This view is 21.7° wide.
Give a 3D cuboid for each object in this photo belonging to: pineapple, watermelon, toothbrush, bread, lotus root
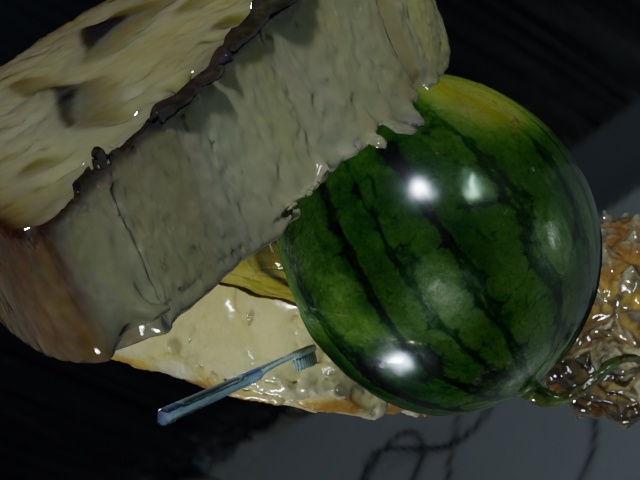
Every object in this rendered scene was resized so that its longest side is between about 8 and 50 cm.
[{"bbox_3d":[0.240,0.050,1.283,0.166,0.166,0.193,-35,7,33],"label":"pineapple"},{"bbox_3d":[0.085,-0.005,1.000,0.232,0.204,0.127,63,154,14],"label":"watermelon"},{"bbox_3d":[-0.068,0.125,1.455,0.016,0.219,0.019,-12,94,36],"label":"toothbrush"},{"bbox_3d":[0.000,0.000,1.470,0.233,0.161,0.088,-21,62,58],"label":"bread"},{"bbox_3d":[-0.057,-0.043,0.583,0.170,0.074,0.261,-3,28,40],"label":"lotus root"},{"bbox_3d":[-0.048,0.032,1.926,0.390,0.371,0.279,13,95,34],"label":"bread"}]
